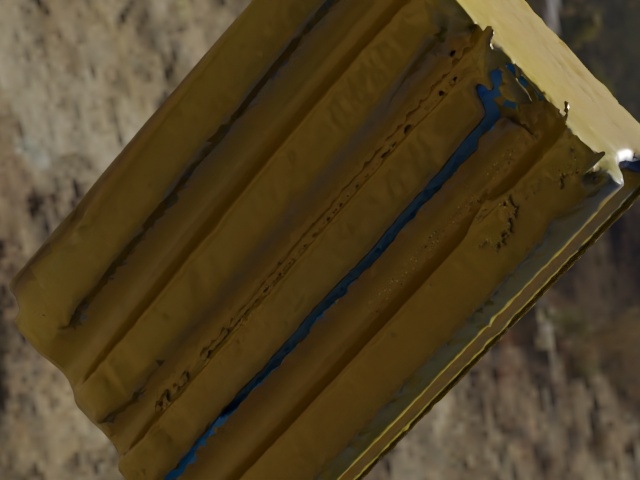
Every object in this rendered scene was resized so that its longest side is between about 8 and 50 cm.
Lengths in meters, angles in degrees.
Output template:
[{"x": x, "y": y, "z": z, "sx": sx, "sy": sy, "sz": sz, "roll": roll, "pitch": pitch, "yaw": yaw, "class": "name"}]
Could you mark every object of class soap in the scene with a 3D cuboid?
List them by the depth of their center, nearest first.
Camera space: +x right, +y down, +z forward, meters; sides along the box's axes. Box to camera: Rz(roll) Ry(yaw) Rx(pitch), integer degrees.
[{"x": 0.000, "y": 0.000, "z": 0.971, "sx": 0.204, "sy": 0.324, "sz": 0.096, "roll": 51, "pitch": 29, "yaw": 15, "class": "soap"}]
